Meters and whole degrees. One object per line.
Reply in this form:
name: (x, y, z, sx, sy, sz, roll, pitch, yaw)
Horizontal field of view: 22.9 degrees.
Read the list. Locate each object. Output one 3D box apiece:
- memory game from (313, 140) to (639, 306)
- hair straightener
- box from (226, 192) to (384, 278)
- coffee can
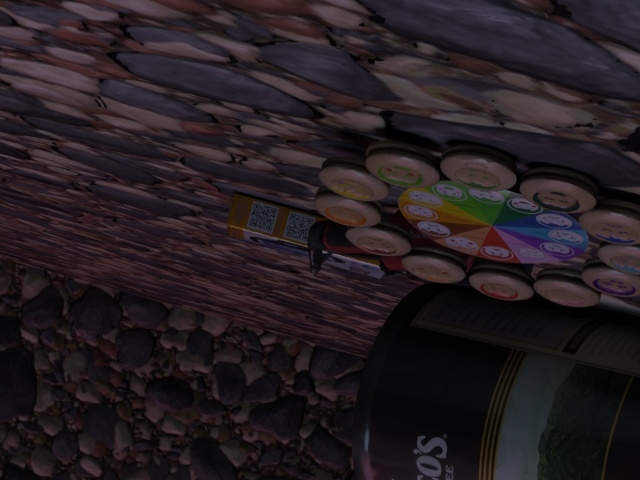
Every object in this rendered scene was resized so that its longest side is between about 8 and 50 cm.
memory game: (0.085, -0.004, 0.801, 0.186, 0.012, 0.186, 13, 161, 5)
hair straightener: (0.064, 0.014, 1.001, 0.089, 0.047, 0.230, 18, 168, -28)
box: (0.000, 0.000, 1.152, 0.136, 0.028, 0.081, 17, 173, 1)
coffee can: (0.193, 0.154, 1.251, 0.275, 0.201, 0.201, 11, 172, 32)
